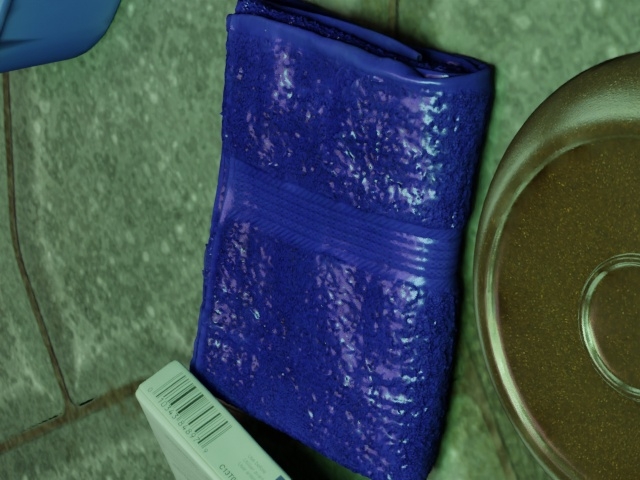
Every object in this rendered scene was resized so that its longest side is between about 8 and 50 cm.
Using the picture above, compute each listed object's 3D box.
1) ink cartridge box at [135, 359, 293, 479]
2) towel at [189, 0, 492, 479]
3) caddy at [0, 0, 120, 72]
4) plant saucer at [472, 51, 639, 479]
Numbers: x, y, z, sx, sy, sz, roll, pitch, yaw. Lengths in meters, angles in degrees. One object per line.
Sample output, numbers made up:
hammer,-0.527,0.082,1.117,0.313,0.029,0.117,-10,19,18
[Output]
ink cartridge box,-0.037,0.222,1.194,0.223,0.045,0.224,42,160,30
towel,0.000,0.000,1.100,0.228,0.076,0.308,25,118,42
caddy,-0.268,-0.275,1.238,0.241,0.179,0.341,52,133,26
plant saucer,0.196,0.047,0.924,0.311,0.050,0.310,14,110,44
